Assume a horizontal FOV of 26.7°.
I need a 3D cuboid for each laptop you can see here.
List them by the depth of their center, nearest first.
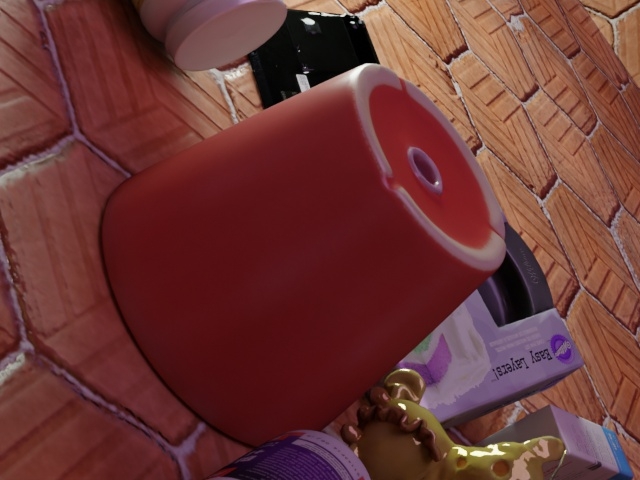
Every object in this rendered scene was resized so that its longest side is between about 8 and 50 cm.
[{"bbox_3d":[0.022,-0.136,1.566,0.264,0.136,0.234,0,56,-30],"label":"laptop"}]

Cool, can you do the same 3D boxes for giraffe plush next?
[{"bbox_3d":[0.090,0.211,1.141,0.170,0.210,0.181,30,27,12],"label":"giraffe plush"}]

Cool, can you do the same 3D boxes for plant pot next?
[{"bbox_3d":[0.000,0.000,1.110,0.275,0.243,0.275,40,31,-30],"label":"plant pot"}]

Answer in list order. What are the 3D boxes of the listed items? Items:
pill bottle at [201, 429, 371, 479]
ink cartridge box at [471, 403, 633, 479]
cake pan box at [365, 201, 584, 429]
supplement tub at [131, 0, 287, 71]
[{"bbox_3d":[-0.045,0.208,0.946,0.108,0.108,0.193,59,26,6],"label":"pill bottle"},{"bbox_3d":[0.234,0.228,1.405,0.180,0.104,0.060,27,39,-46],"label":"ink cartridge box"},{"bbox_3d":[0.123,0.060,1.368,0.267,0.070,0.245,-12,71,-42],"label":"cake pan box"},{"bbox_3d":[-0.130,-0.282,1.323,0.144,0.144,0.199,-2,63,-60],"label":"supplement tub"}]
